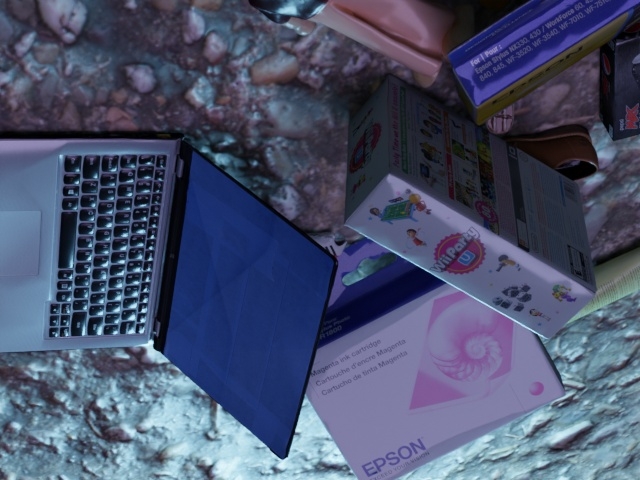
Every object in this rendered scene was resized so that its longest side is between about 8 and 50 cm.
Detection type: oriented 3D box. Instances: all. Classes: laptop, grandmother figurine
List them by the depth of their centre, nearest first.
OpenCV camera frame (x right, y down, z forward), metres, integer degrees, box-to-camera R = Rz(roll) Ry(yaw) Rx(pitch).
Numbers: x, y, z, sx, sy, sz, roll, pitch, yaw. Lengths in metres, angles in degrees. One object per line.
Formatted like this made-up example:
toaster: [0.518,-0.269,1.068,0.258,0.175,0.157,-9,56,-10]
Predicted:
grandmother figurine: [-0.001,-0.271,1.457,0.342,0.104,0.208,17,148,-20]
laptop: [-0.231,0.083,1.673,0.408,0.236,0.382,-1,134,-16]

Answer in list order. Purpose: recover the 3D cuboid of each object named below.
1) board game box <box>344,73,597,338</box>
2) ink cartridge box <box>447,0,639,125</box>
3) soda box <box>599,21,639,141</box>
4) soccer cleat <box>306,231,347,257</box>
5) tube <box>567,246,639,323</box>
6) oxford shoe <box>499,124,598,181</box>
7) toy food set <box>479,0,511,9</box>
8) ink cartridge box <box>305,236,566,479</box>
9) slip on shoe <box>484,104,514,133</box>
board game box: [0.181,-0.044,1.630,0.303,0.224,0.097,29,123,-18]
ink cartridge box: [0.285,-0.242,1.476,0.303,0.072,0.307,-32,179,7]
soda box: [0.391,-0.209,1.704,0.060,0.053,0.169,-15,137,-2]
soccer cleat: [0.000,0.000,1.814,0.083,0.029,0.035,21,116,-37]
tube: [0.428,0.063,1.996,0.240,0.062,0.070,-25,180,1]
oxford shoe: [0.265,-0.092,1.770,0.212,0.076,0.076,-16,138,1]
toy food set: [0.135,-0.365,1.459,0.232,0.104,0.111,28,137,-16]
ink cartridge box: [0.126,0.149,1.865,0.324,0.071,0.330,-29,109,9]
slip on shoe: [0.225,-0.202,1.671,0.051,0.041,0.135,-4,117,-5]
